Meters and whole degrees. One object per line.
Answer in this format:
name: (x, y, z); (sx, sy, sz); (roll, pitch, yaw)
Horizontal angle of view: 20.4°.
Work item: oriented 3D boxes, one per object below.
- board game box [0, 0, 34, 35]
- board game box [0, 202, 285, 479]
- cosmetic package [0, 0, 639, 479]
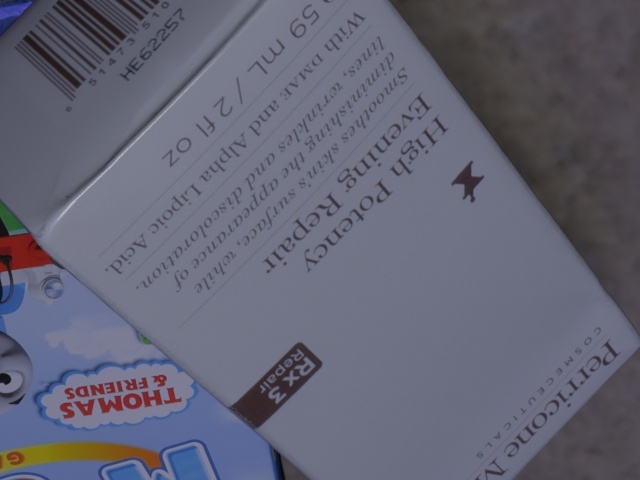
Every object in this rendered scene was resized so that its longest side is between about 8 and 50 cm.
board game box: (-0.085, -0.048, 0.621); (0.090, 0.020, 0.090); (-14, 116, 6)
board game box: (-0.102, 0.042, 0.639); (0.160, 0.039, 0.211); (-8, 126, 1)
cosmetic package: (0.000, 0.000, 0.553); (0.117, 0.085, 0.231); (-47, 135, -2)
